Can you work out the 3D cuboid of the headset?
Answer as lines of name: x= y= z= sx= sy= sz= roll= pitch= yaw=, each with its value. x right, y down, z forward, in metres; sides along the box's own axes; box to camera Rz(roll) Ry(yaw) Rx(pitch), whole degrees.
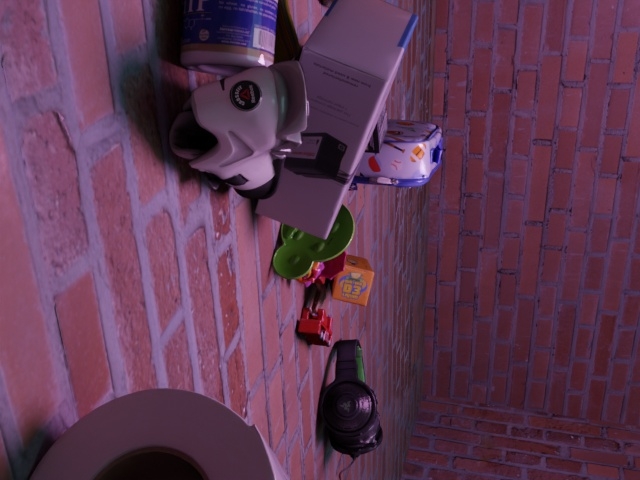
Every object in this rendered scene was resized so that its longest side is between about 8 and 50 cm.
headset: x=0.101 y=0.418 z=1.837 sx=0.243 sy=0.185 sz=0.394 roll=76 pitch=13 yaw=-52

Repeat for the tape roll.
tape roll: x=-0.141 y=0.285 z=0.749 sx=0.169 sy=0.246 sz=0.246 roll=75 pitch=26 yaw=-55

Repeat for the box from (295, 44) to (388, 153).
box: x=0.038 y=-0.252 z=1.412 sx=0.180 sy=0.147 sz=0.077 roll=79 pitch=23 yaw=-47

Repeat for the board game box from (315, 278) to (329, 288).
board game box: x=0.000 y=0.000 z=1.602 sx=0.186 sy=0.026 sz=0.126 roll=72 pitch=28 yaw=-58

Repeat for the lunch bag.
lunch bag: x=0.133 y=-0.179 z=1.614 sx=0.303 sy=0.243 sz=0.115 roll=-48 pitch=141 yaw=-67

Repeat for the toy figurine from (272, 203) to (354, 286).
toy figurine: x=-0.008 y=0.032 z=1.427 sx=0.173 sy=0.130 sz=0.159 roll=-54 pitch=158 yaw=-19

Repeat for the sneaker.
sneaker: x=-0.116 y=-0.129 z=0.977 sx=0.330 sy=0.146 sz=0.122 roll=126 pitch=-45 yaw=-72

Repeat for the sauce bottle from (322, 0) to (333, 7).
sauce bottle: x=0.064 y=-0.607 z=1.455 sx=0.111 sy=0.111 sz=0.344 roll=-25 pitch=119 yaw=-73

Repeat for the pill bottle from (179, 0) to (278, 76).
pill bottle: x=-0.104 y=-0.293 z=0.925 sx=0.112 sy=0.112 sz=0.187 roll=-7 pitch=102 yaw=-75

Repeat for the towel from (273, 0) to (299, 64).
towel: x=-0.066 y=-0.295 z=1.143 sx=0.237 sy=0.021 sz=0.102 roll=-73 pitch=148 yaw=-63

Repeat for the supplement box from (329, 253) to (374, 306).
supplement box: x=0.062 y=0.077 z=1.653 sx=0.233 sy=0.078 sz=0.080 roll=-86 pitch=-171 yaw=-87

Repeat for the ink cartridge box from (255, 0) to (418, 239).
ink cartridge box: x=0.021 y=-0.191 z=1.207 sx=0.223 sy=0.129 sz=0.307 roll=-67 pitch=179 yaw=-47

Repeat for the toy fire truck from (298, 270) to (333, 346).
toy fire truck: x=-0.008 y=0.133 z=1.584 sx=0.192 sy=0.047 sz=0.135 roll=57 pitch=39 yaw=-69
